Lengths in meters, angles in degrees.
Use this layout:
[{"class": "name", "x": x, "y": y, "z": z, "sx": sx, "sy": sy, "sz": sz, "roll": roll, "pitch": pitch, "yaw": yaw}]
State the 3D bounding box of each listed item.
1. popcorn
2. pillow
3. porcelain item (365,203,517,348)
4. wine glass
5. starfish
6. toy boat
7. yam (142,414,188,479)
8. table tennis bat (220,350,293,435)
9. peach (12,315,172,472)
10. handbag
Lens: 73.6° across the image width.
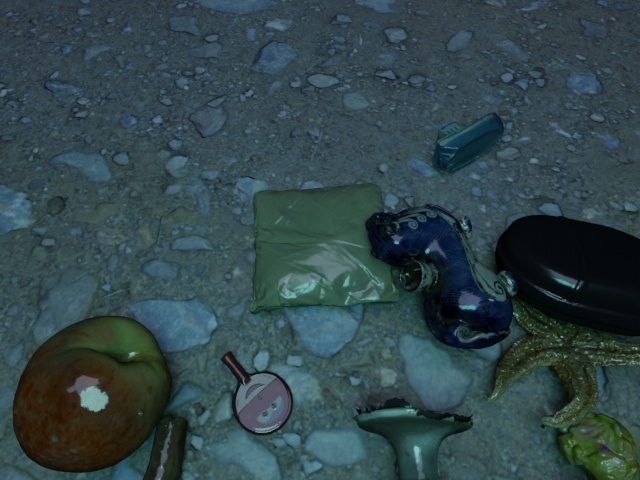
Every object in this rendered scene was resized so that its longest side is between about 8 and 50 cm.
[{"class": "popcorn", "x": 0.420, "y": 0.313, "z": 0.639, "sx": 0.089, "sy": 0.109, "sz": 0.097, "roll": 41, "pitch": 96, "yaw": -20}, {"class": "pillow", "x": 0.001, "y": 0.001, "z": 0.835, "sx": 0.274, "sy": 0.076, "sz": 0.281, "roll": -3, "pitch": 58, "yaw": -2}, {"class": "porcelain item", "x": 0.202, "y": 0.053, "z": 0.739, "sx": 0.186, "sy": 0.138, "sz": 0.288, "roll": 0, "pitch": 53, "yaw": -31}, {"class": "wine glass", "x": 0.130, "y": 0.396, "z": 0.530, "sx": 0.190, "sy": 0.190, "sz": 0.357, "roll": 1, "pitch": 59, "yaw": 0}, {"class": "starfish", "x": 0.401, "y": 0.171, "z": 0.746, "sx": 0.298, "sy": 0.060, "sz": 0.303, "roll": -9, "pitch": 45, "yaw": 1}, {"class": "toy boat", "x": 0.328, "y": -0.242, "z": 0.982, "sx": 0.215, "sy": 0.088, "sz": 0.102, "roll": -30, "pitch": 60, "yaw": -16}, {"class": "yam", "x": -0.242, "y": 0.381, "z": 0.615, "sx": 0.056, "sy": 0.057, "sz": 0.241, "roll": 6, "pitch": 60, "yaw": 3}, {"class": "table tennis bat", "x": -0.113, "y": 0.250, "z": 0.716, "sx": 0.098, "sy": 0.019, "sz": 0.154, "roll": -38, "pitch": 69, "yaw": -21}, {"class": "peach", "x": -0.336, "y": 0.233, "z": 0.633, "sx": 0.232, "sy": 0.233, "sz": 0.233, "roll": 0, "pitch": 58, "yaw": -1}, {"class": "handbag", "x": 0.472, "y": 0.047, "z": 0.764, "sx": 0.307, "sy": 0.093, "sz": 0.254, "roll": 13, "pitch": 37, "yaw": 7}]
